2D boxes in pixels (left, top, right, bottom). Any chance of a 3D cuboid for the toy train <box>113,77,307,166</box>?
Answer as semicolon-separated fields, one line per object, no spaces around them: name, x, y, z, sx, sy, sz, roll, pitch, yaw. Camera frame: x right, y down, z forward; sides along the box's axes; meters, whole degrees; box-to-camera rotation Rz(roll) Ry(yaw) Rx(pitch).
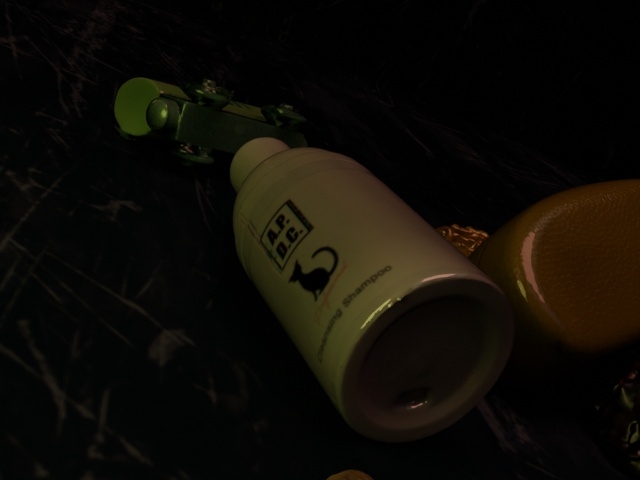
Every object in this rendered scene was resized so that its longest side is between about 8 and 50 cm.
toy train;-0.134;-0.142;1.019;0.157;0.105;0.253;22;11;37

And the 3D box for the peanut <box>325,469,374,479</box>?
peanut;0.006;0.157;0.422;0.054;0.054;0.113;29;21;11

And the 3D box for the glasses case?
glasses case;0.284;0.039;0.871;0.371;0.141;0.173;-12;69;-37

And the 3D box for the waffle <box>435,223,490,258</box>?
waffle;0.229;0.045;1.025;0.211;0.055;0.160;28;19;4

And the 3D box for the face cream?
face cream;0.000;0.000;0.709;0.145;0.145;0.369;13;20;-34

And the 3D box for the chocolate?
chocolate;0.372;0.132;0.757;0.206;0.177;0.224;17;18;-11
